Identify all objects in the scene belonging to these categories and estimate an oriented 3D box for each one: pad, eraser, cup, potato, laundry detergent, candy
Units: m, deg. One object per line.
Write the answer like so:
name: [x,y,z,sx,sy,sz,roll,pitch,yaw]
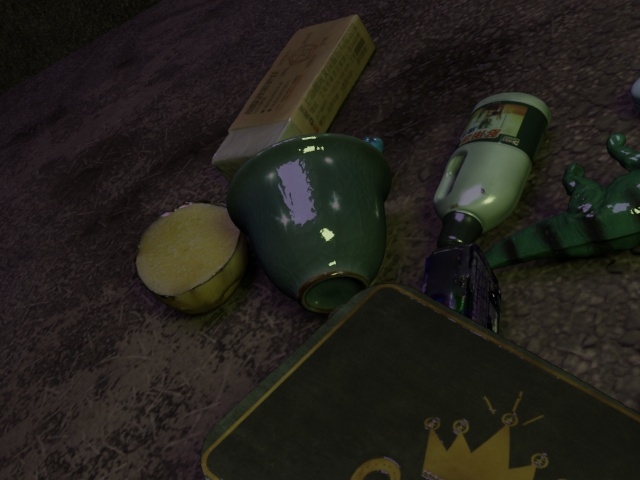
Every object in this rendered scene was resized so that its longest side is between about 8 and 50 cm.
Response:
pad: [0.084,0.172,0.492,0.375,0.063,0.315,28,56,33]
eraser: [-0.037,-0.231,1.232,0.144,0.078,0.343,-3,46,40]
cup: [0.000,0.000,0.848,0.199,0.199,0.150,-25,52,16]
potato: [-0.169,0.031,1.028,0.164,0.081,0.200,-29,36,-4]
laundry detergent: [0.183,-0.071,0.846,0.099,0.070,0.225,5,51,34]
candy: [0.108,0.141,0.632,0.061,0.088,0.312,-12,40,29]

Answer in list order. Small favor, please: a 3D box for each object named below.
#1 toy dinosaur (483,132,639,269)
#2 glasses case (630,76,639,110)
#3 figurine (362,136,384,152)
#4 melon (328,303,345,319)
toy dinosaur: [0.263,-0.031,0.721,0.292,0.079,0.120,-16,36,33]
glasses case: [0.392,-0.139,0.764,0.067,0.045,0.178,-37,34,-1]
figurine: [0.037,-0.085,0.983,0.114,0.079,0.114,-38,7,6]
melon: [0.038,0.107,0.739,0.054,0.098,0.182,-13,33,-8]
